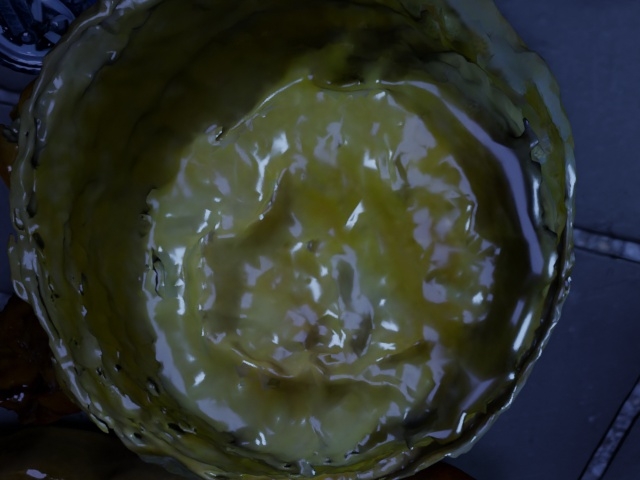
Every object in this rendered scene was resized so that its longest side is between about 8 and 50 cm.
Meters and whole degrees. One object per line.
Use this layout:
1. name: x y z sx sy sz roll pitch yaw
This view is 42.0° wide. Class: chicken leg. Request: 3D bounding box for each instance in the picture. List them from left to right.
1. chicken leg: -0.225 0.090 0.602 0.304 0.093 0.113 -22 99 25

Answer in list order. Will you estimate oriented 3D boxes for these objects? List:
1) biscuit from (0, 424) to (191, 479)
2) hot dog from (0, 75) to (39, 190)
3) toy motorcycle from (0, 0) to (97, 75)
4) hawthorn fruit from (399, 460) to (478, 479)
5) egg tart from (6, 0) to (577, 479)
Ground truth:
1. biscuit: -0.191 0.304 0.725 0.381 0.074 0.358 -6 118 10
2. hot dog: -0.081 -0.018 0.530 0.250 0.068 0.100 32 105 -16
3. toy motorcycle: -0.168 -0.183 0.414 0.136 0.092 0.254 -13 139 15
4. hawthorn fruit: 0.091 0.241 0.640 0.125 0.125 0.140 -4 118 6
5. egg tart: 0.000 0.000 0.444 0.346 0.132 0.345 -2 102 -9
